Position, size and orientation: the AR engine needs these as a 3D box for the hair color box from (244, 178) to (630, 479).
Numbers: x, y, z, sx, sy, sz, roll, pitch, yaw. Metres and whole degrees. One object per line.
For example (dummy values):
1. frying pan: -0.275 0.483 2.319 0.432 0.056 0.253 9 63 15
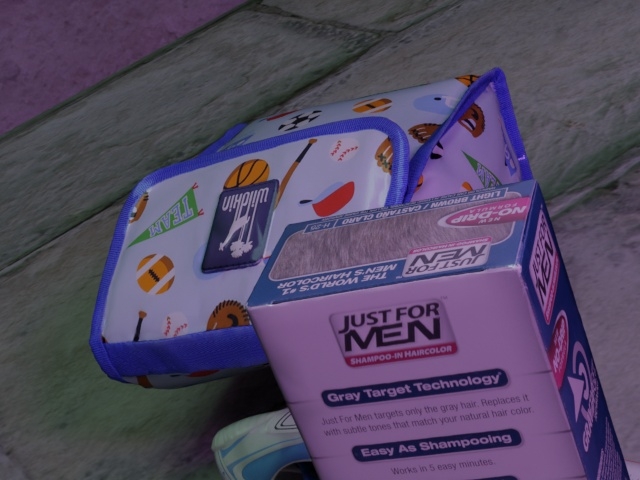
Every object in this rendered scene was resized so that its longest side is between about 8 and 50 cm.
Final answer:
1. hair color box: 0.100 0.144 0.890 0.173 0.347 0.105 -10 29 22

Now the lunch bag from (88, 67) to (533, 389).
1. lunch bag: 0.000 0.000 1.317 0.327 0.239 0.385 -10 21 31

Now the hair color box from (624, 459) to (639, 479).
1. hair color box: 0.185 0.198 1.065 0.141 0.043 0.072 8 39 43

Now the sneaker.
1. sneaker: 0.010 0.166 1.238 0.237 0.086 0.085 -24 -1 -32
